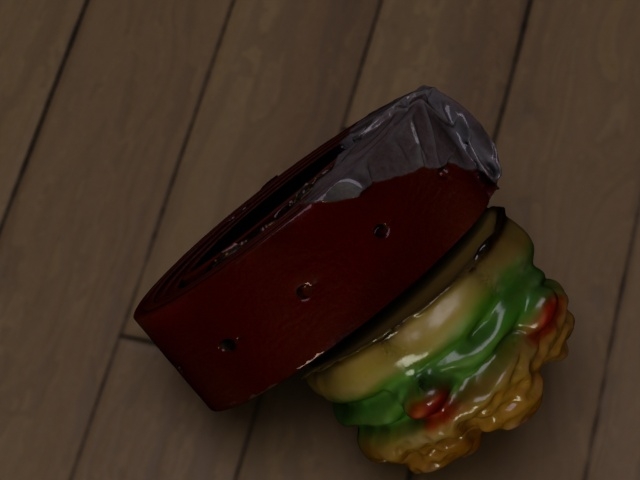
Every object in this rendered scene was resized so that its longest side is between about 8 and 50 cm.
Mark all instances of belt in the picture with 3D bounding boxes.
[{"bbox_3d":[0.000,0.000,1.528,0.324,0.227,0.115,-38,102,-3],"label":"belt"}]

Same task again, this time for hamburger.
[{"bbox_3d":[0.107,0.092,1.493,0.237,0.237,0.149,-40,99,-13],"label":"hamburger"}]
